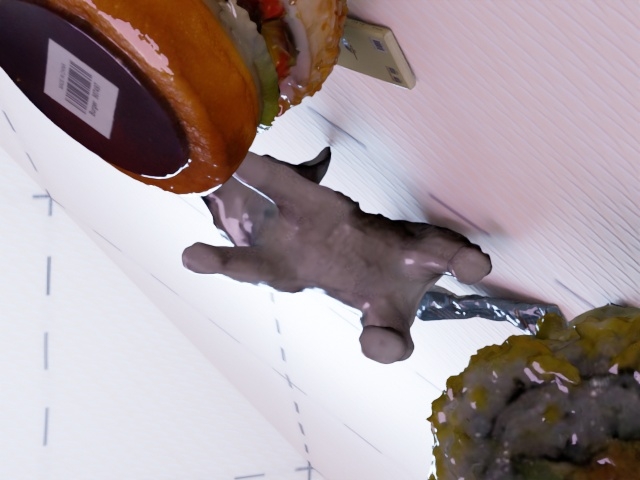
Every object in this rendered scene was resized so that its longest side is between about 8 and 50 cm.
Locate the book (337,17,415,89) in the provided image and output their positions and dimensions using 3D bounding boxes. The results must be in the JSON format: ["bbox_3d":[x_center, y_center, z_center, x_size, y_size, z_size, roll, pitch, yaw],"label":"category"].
[{"bbox_3d":[0.042,-0.193,1.456,0.111,0.014,0.077,25,156,42],"label":"book"}]

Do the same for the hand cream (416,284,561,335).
[{"bbox_3d":[0.201,0.094,1.778,0.248,0.052,0.075,14,161,49],"label":"hand cream"}]

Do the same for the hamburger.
[{"bbox_3d":[-0.148,-0.220,1.363,0.330,0.250,0.330,30,158,14],"label":"hamburger"}]

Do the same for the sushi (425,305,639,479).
[{"bbox_3d":[0.287,0.223,1.313,0.396,0.351,0.240,-8,169,12],"label":"sushi"}]

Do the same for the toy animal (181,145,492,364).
[{"bbox_3d":[0.000,0.000,1.717,0.344,0.194,0.302,29,-172,-8],"label":"toy animal"}]

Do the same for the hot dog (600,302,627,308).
[{"bbox_3d":[0.330,0.133,1.593,0.108,0.059,0.191,27,158,27],"label":"hot dog"}]
